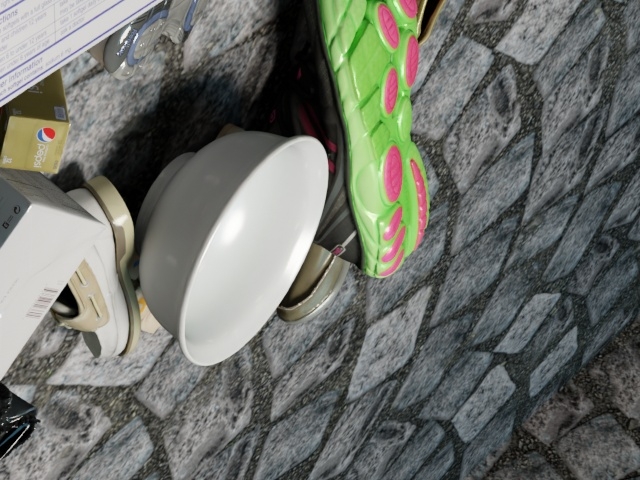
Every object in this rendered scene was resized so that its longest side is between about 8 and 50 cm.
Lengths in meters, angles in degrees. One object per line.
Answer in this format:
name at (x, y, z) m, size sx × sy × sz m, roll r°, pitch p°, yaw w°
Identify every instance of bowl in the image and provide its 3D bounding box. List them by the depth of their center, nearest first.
bowl at (-0.124, -0.014, 2.137) m, size 0.298 × 0.134 × 0.298 m, roll -51°, pitch 158°, yaw -30°

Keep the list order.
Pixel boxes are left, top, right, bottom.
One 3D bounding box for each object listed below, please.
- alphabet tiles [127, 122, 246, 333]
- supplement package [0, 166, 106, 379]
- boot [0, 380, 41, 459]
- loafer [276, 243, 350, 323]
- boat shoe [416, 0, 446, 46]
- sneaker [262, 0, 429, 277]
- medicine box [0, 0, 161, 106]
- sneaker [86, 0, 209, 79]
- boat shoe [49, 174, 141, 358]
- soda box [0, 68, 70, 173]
alphabet tiles at (-0.162, -0.013, 2.295) m, size 0.284 × 0.021 × 0.278 m, roll -59°, pitch 160°, yaw 1°
supplement package at (-0.358, -0.004, 1.748) m, size 0.194 × 0.203 × 0.149 m, roll -54°, pitch 158°, yaw 6°
boot at (-0.425, 0.156, 1.852) m, size 0.246 × 0.207 × 0.094 m, roll -11°, pitch 134°, yaw -57°
loafer at (0.000, 0.000, 2.592) m, size 0.087 × 0.094 × 0.251 m, roll 34°, pitch 84°, yaw -43°
boat shoe at (0.162, -0.378, 2.292) m, size 0.307 × 0.104 × 0.111 m, roll -59°, pitch 156°, yaw 17°
sneaker at (0.011, -0.161, 2.236) m, size 0.185 × 0.202 × 0.482 m, roll -49°, pitch 144°, yaw -46°
medicine box at (-0.243, -0.295, 1.482) m, size 0.263 × 0.149 × 0.289 m, roll -40°, pitch 147°, yaw -39°
sneaker at (-0.187, -0.257, 1.828) m, size 0.111 × 0.129 × 0.297 m, roll -64°, pitch 173°, yaw 22°
boat shoe at (-0.277, 0.046, 2.112) m, size 0.103 × 0.113 × 0.302 m, roll -28°, pitch 147°, yaw -22°
soda box at (-0.279, -0.145, 1.724) m, size 0.058 × 0.181 × 0.061 m, roll 6°, pitch 129°, yaw -20°
